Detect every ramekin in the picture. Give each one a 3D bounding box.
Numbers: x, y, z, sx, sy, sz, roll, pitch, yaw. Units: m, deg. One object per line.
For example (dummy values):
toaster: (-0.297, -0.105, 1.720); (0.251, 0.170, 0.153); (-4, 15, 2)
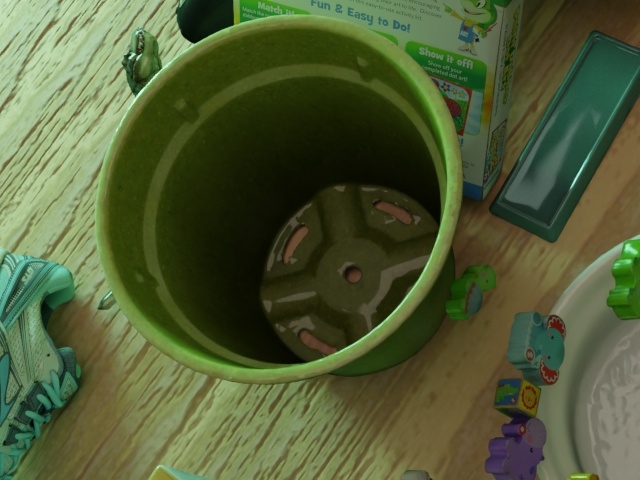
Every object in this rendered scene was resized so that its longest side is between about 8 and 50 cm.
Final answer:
ramekin: (0.299, 0.134, 0.956); (0.277, 0.135, 0.277); (-4, 73, 14)

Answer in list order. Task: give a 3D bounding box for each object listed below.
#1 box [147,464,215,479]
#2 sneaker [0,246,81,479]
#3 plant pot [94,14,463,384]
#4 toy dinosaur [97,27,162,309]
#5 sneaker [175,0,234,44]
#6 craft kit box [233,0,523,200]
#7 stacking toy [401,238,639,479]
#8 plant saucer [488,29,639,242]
box: (-0.031, 0.362, 0.966); (0.345, 0.168, 0.215); (33, 85, 22)
sneaker: (-0.276, 0.136, 1.131); (0.122, 0.110, 0.282); (5, 68, -10)
plant pot: (0.000, 0.000, 1.019); (0.276, 0.254, 0.276); (-5, 72, 16)
toy dinosaur: (-0.139, -0.066, 1.186); (0.118, 0.064, 0.268); (-3, 75, 22)
sneaker: (0.005, -0.229, 1.169); (0.283, 0.107, 0.124); (-24, 75, 8)
craft kit box: (0.042, -0.177, 1.074); (0.250, 0.246, 0.061); (20, 47, 20)
stacking toy: (0.149, 0.110, 0.898); (0.167, 0.052, 0.221); (-8, 59, 48)
plant saucer: (0.220, -0.095, 1.111); (0.067, 0.018, 0.192); (28, 84, 22)
